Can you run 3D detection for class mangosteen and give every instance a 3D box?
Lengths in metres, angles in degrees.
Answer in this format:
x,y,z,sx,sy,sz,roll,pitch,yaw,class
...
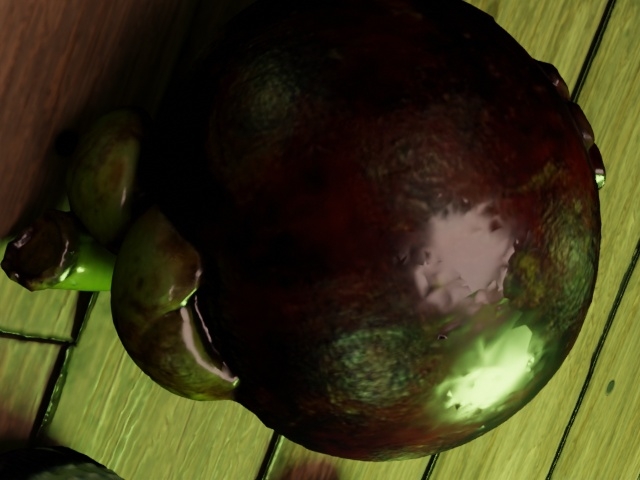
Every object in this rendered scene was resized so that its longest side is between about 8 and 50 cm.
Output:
x,y,z,sx,sy,sz,roll,pitch,yaw,class
0.000,0.000,0.831,0.359,0.306,0.306,-26,135,2,mangosteen

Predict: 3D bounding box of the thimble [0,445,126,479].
x,y,z,sx,sy,sz,roll,pitch,yaw,class
-0.180,0.257,0.841,0.237,0.150,0.237,-33,136,-39,thimble
